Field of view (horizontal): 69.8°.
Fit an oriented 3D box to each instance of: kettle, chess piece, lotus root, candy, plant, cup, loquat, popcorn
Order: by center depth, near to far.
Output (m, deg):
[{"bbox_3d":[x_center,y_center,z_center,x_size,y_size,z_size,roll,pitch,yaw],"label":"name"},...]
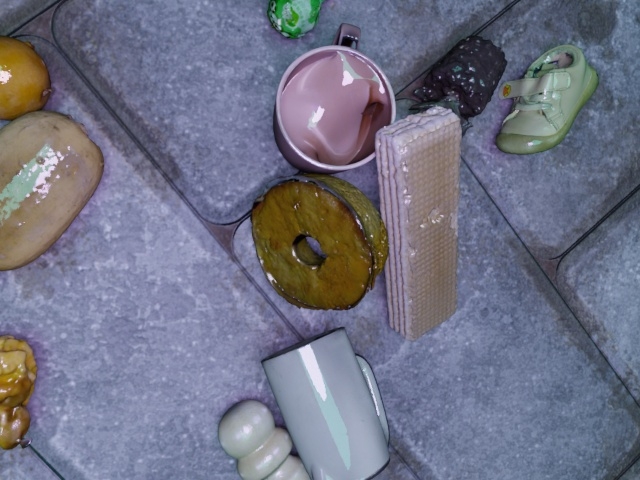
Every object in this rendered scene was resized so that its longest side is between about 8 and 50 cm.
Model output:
[{"bbox_3d":[-0.515,-0.262,0.744,0.141,0.141,0.141,0,92,-10],"label":"loquat"},{"bbox_3d":[-0.499,-0.060,0.746,0.169,0.151,0.343,37,83,-9],"label":"lotus root"},{"bbox_3d":[-0.562,0.253,0.760,0.163,0.140,0.194,-1,103,-18],"label":"popcorn"},{"bbox_3d":[0.015,-0.241,0.808,0.191,0.200,0.253,11,91,-10],"label":"cup"},{"bbox_3d":[0.033,0.296,0.840,0.240,0.165,0.255,-13,76,-50],"label":"kettle"},{"bbox_3d":[-0.092,0.412,0.857,0.144,0.144,0.251,-35,91,-7],"label":"chess piece"},{"bbox_3d":[0.039,-0.488,0.875,0.323,0.097,0.097,-36,98,-15],"label":"candy"},{"bbox_3d":[0.261,-0.285,0.887,0.142,0.131,0.203,43,75,-10],"label":"plant"}]

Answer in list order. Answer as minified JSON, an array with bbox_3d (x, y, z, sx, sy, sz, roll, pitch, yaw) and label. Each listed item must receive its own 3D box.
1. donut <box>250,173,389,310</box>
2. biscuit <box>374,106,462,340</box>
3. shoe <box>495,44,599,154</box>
[{"bbox_3d":[0.000,0.000,0.805,0.107,0.272,0.272,-29,99,-46],"label":"donut"},{"bbox_3d":[0.179,-0.012,0.808,0.144,0.078,0.426,-27,128,-22],"label":"biscuit"},{"bbox_3d":[0.442,-0.283,0.925,0.262,0.140,0.128,-44,109,-11],"label":"shoe"}]
